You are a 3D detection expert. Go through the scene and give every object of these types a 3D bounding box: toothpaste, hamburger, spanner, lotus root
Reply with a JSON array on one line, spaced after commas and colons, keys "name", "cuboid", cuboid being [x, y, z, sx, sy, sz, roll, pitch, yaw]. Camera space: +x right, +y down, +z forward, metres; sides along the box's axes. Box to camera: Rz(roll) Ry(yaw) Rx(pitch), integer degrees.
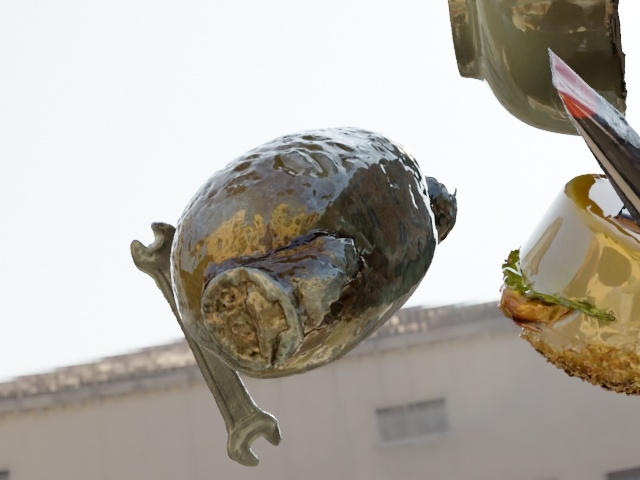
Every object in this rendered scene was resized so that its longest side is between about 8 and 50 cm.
[{"name": "toothpaste", "cuboid": [0.227, -0.059, 1.168, 0.045, 0.071, 0.193, -33, -69, 21]}, {"name": "hamburger", "cuboid": [0.325, 0.054, 1.536, 0.294, 0.179, 0.276, 18, 21, 11]}, {"name": "spanner", "cuboid": [-0.131, 0.119, 1.764, 0.071, 0.302, 0.017, -30, 10, -16]}, {"name": "lotus root", "cuboid": [-0.002, 0.000, 1.209, 0.175, 0.175, 0.349, -21, 4, 28]}]

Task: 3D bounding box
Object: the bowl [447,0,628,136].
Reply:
[{"name": "bowl", "cuboid": [0.240, -0.279, 1.767, 0.185, 0.354, 0.354, -6, -20, 10]}]
